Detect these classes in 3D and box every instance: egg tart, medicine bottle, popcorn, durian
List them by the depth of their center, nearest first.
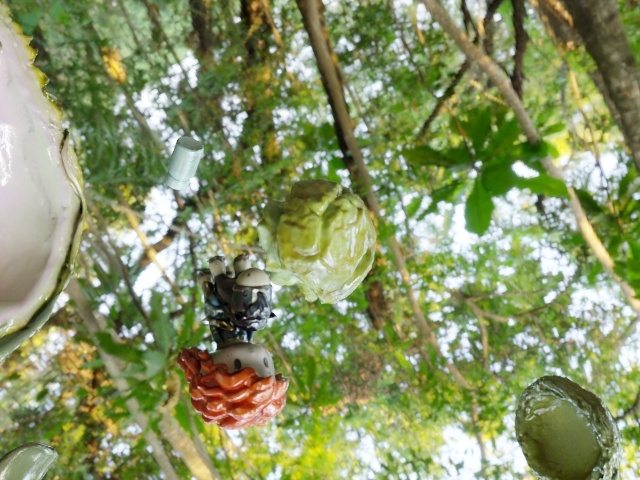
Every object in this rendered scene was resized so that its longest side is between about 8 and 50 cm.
[{"bbox_3d":[-0.270,-0.008,0.544,0.185,0.195,0.305,-35,-155,45],"label":"durian"},{"bbox_3d":[0.380,0.290,1.139,0.078,0.197,0.197,-9,-164,-32],"label":"egg tart"},{"bbox_3d":[-0.229,-0.129,1.265,0.047,0.047,0.083,-81,-165,-57],"label":"medicine bottle"},{"bbox_3d":[0.000,0.000,1.274,0.183,0.221,0.204,13,-125,29],"label":"popcorn"}]

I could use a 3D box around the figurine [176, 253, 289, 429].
[{"bbox_3d":[-0.202,0.235,1.803,0.306,0.412,0.241,3,177,43],"label":"figurine"}]

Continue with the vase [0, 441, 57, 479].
[{"bbox_3d":[-0.532,0.527,1.207,0.329,0.302,0.241,-22,166,-30],"label":"vase"}]
